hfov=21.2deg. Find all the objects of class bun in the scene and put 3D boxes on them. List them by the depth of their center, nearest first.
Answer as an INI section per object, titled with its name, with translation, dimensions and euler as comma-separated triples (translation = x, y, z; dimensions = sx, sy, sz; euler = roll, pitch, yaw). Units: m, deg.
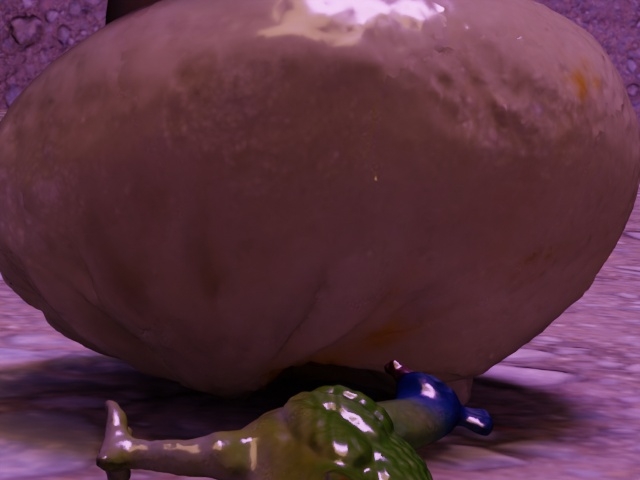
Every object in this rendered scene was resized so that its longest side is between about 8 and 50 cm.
[bun]
translation = 0.000, 0.000, 0.567
dimensions = 0.222, 0.128, 0.222
euler = -10, -20, -4

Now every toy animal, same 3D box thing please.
[toy animal]
translation = -0.021, 0.060, 0.345
dimensions = 0.075, 0.041, 0.217
euler = 6, 11, 16

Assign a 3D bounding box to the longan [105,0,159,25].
[longan]
translation = 0.004, -0.146, 1.231
dimensions = 0.288, 0.288, 0.350
euler = 8, 19, 37
